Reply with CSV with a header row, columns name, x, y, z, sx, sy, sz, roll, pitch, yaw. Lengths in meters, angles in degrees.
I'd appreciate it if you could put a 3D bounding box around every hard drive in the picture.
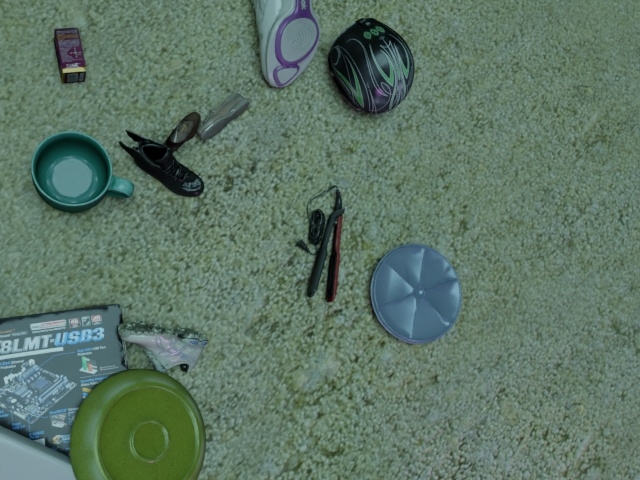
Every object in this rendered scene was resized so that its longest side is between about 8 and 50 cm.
name,x,y,z,sx,sy,sz,roll,pitch,yaw
hard drive,-0.431,0.436,1.146,0.307,0.040,0.203,35,88,-24

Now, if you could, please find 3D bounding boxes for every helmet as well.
name,x,y,z,sx,sy,sz,roll,pitch,yaw
helmet,0.108,-0.339,1.458,0.169,0.169,0.161,-29,74,-21

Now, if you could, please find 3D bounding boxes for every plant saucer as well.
name,x,y,z,sx,sy,sz,roll,pitch,yaw
plant saucer,-0.283,0.326,1.193,0.241,0.037,0.241,15,65,-36

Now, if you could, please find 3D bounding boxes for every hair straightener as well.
name,x,y,z,sx,sy,sz,roll,pitch,yaw
hair straightener,0.000,0.000,1.418,0.089,0.047,0.230,13,77,-17

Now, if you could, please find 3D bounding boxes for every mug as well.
name,x,y,z,sx,sy,sz,roll,pitch,yaw
mug,-0.419,-0.103,1.266,0.129,0.097,0.158,-43,97,-20

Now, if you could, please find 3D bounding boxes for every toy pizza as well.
name,x,y,z,sx,sy,sz,roll,pitch,yaw
toy pizza,0.190,0.107,1.475,0.201,0.032,0.201,4,79,-19

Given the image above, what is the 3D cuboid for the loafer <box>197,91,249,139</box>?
name,x,y,z,sx,sy,sz,roll,pitch,yaw
loafer,-0.192,-0.238,1.399,0.039,0.045,0.125,43,63,10

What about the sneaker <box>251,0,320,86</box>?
name,x,y,z,sx,sy,sz,roll,pitch,yaw
sneaker,-0.076,-0.456,1.442,0.114,0.152,0.305,-2,104,-37

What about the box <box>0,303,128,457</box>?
name,x,y,z,sx,sy,sz,roll,pitch,yaw
box,-0.461,0.267,1.206,0.295,0.073,0.293,-7,83,-20

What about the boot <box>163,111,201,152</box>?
name,x,y,z,sx,sy,sz,roll,pitch,yaw
boot,-0.243,-0.206,1.333,0.037,0.114,0.106,36,72,-10

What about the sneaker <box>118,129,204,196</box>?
name,x,y,z,sx,sy,sz,roll,pitch,yaw
sneaker,-0.282,-0.136,1.322,0.170,0.089,0.051,30,73,-12

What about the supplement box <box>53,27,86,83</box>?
name,x,y,z,sx,sy,sz,roll,pitch,yaw
supplement box,-0.449,-0.331,1.316,0.043,0.055,0.083,-11,86,-21

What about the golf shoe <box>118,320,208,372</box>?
name,x,y,z,sx,sy,sz,roll,pitch,yaw
golf shoe,-0.273,0.188,1.259,0.176,0.069,0.086,20,87,-44
